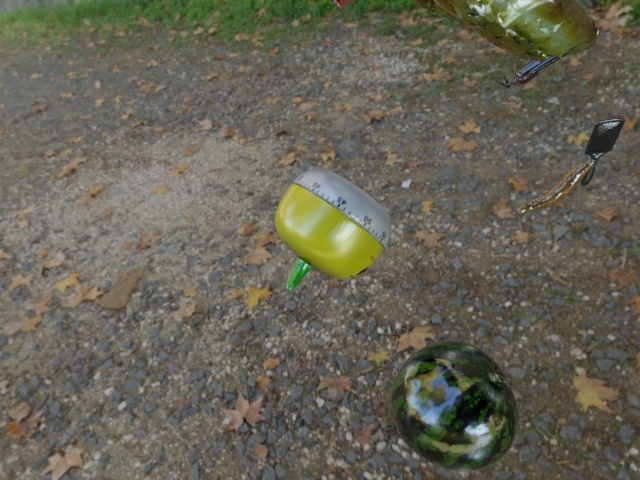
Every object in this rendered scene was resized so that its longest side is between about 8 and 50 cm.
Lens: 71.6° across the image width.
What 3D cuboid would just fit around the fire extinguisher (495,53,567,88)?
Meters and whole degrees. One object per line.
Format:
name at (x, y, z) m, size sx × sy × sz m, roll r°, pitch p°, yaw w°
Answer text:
fire extinguisher at (0.404, -0.321, 0.790) m, size 0.173 × 0.035 × 0.049 m, roll -36°, pitch 44°, yaw 9°

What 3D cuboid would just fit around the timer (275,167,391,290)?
timer at (0.000, 0.000, 1.018) m, size 0.284 × 0.285 × 0.285 m, roll -7°, pitch 37°, yaw 6°

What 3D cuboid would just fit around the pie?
pie at (0.181, -0.317, 0.539) m, size 0.354 × 0.103 × 0.288 m, roll 21°, pitch 29°, yaw -23°

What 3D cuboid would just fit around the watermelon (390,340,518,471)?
watermelon at (0.281, 0.347, 0.956) m, size 0.268 × 0.269 × 0.269 m, roll -7°, pitch 37°, yaw 6°

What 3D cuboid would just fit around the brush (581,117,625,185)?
brush at (0.647, -0.201, 1.036) m, size 0.062 × 0.193 × 0.016 m, roll -4°, pitch 50°, yaw 7°

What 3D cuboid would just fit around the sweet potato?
sweet potato at (0.502, -0.104, 0.942) m, size 0.179 × 0.044 × 0.044 m, roll -40°, pitch 36°, yaw 13°

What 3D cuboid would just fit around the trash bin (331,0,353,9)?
trash bin at (0.085, -0.512, 0.701) m, size 0.238 × 0.185 × 0.161 m, roll -34°, pitch 6°, yaw 6°
